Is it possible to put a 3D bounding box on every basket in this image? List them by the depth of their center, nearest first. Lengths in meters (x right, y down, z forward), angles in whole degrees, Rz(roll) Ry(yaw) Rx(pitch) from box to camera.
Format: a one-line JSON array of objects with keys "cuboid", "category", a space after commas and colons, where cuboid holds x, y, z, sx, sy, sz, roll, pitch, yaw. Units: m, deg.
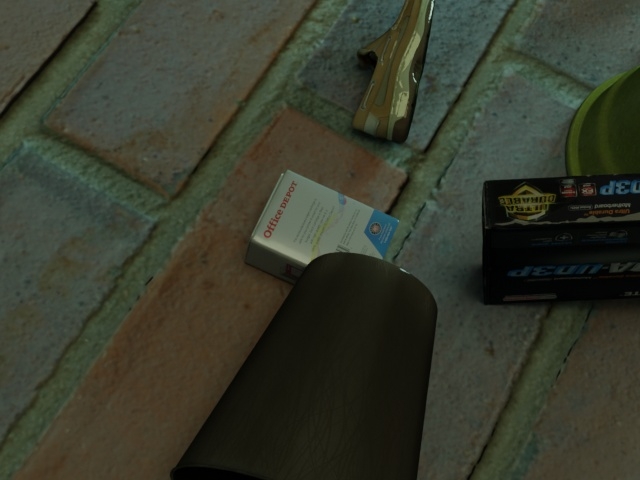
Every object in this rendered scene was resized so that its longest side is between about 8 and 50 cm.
[{"cuboid": [0.008, 0.136, 0.940, 0.204, 0.154, 0.226, 20, 59, 2], "category": "basket"}]

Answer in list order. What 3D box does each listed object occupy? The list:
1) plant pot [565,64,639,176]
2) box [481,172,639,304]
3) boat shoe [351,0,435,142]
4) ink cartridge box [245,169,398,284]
[{"cuboid": [0.419, -0.124, 1.082, 0.276, 0.254, 0.276, 4, 63, -9], "category": "plant pot"}, {"cuboid": [0.258, 0.000, 1.004, 0.220, 0.175, 0.051, -2, 64, 7], "category": "box"}, {"cuboid": [0.074, -0.195, 1.159, 0.072, 0.068, 0.190, 11, 62, 8], "category": "boat shoe"}, {"cuboid": [0.000, 0.000, 1.054, 0.122, 0.052, 0.088, 25, 62, 1], "category": "ink cartridge box"}]
